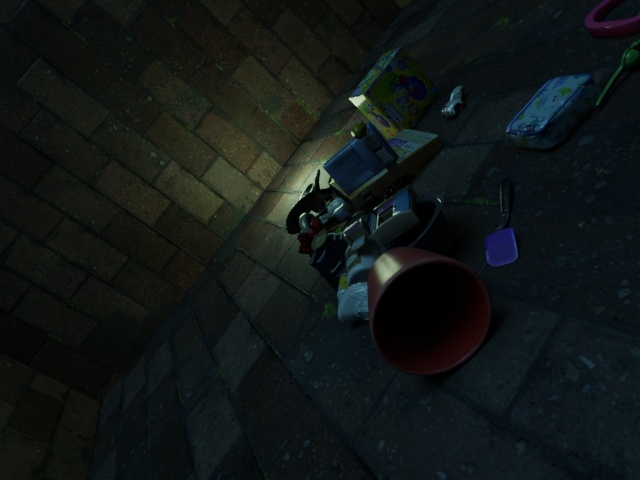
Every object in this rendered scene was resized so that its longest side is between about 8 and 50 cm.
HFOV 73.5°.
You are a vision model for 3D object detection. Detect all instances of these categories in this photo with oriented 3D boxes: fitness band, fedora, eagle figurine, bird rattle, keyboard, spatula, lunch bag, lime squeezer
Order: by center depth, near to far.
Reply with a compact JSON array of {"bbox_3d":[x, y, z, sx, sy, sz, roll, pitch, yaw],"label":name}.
[{"bbox_3d":[0.829,-0.467,1.087,0.310,0.058,0.110,-37,56,27],"label":"lime squeezer"},{"bbox_3d":[0.479,-0.060,1.125,0.084,0.030,0.297,-28,32,47],"label":"spatula"},{"bbox_3d":[0.645,-0.359,1.204,0.219,0.090,0.176,-48,20,5],"label":"lunch bag"},{"bbox_3d":[0.915,-0.689,1.244,0.209,0.054,0.291,-47,22,10],"label":"fitness band"},{"bbox_3d":[0.300,-0.012,1.264,0.244,0.124,0.275,-57,14,-20],"label":"fedora"},{"bbox_3d":[0.287,-0.196,1.690,0.100,0.038,0.192,-30,30,42],"label":"keyboard"},{"bbox_3d":[-0.024,-0.020,1.735,0.143,0.253,0.207,-43,62,29],"label":"bird rattle"},{"bbox_3d":[-0.042,-0.174,2.050,0.298,0.226,0.225,-22,65,21],"label":"eagle figurine"}]

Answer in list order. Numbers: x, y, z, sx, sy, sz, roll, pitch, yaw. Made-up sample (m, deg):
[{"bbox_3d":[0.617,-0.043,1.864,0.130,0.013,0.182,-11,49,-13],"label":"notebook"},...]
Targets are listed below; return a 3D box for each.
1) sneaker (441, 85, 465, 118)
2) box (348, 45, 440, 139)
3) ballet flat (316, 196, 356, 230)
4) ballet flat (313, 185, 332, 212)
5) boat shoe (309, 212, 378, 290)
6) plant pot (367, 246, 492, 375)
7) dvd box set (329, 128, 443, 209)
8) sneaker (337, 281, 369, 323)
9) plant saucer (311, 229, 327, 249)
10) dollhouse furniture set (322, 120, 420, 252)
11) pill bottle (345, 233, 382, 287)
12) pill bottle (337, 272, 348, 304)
[{"bbox_3d":[0.557,-0.558,1.732,0.075,0.057,0.161,20,71,49],"label":"sneaker"},{"bbox_3d":[0.341,-0.670,1.983,0.279,0.290,0.177,-53,23,-4],"label":"box"},{"bbox_3d":[0.052,-0.112,1.896,0.106,0.108,0.316,-9,-25,-48],"label":"ballet flat"},{"bbox_3d":[0.028,-0.210,2.184,0.188,0.070,0.070,-45,23,17],"label":"ballet flat"},{"bbox_3d":[0.091,0.002,1.593,0.127,0.158,0.341,-14,42,55],"label":"boat shoe"},{"bbox_3d":[0.227,0.139,1.028,0.275,0.275,0.243,-47,14,8],"label":"plant pot"},{"bbox_3d":[0.255,-0.304,1.756,0.420,0.062,0.307,-36,23,-2],"label":"dvd box set"},{"bbox_3d":[0.161,0.181,1.265,0.297,0.111,0.129,-36,32,33],"label":"sneaker"},{"bbox_3d":[0.000,0.000,1.540,0.083,0.015,0.083,-40,30,29],"label":"plant saucer"},{"bbox_3d":[0.106,-0.144,1.261,0.286,0.303,0.198,-35,16,24],"label":"dollhouse furniture set"},{"bbox_3d":[0.147,0.070,1.420,0.131,0.131,0.229,-40,24,23],"label":"pill bottle"},{"bbox_3d":[0.091,0.172,1.456,0.065,0.065,0.116,-34,28,35],"label":"pill bottle"}]
